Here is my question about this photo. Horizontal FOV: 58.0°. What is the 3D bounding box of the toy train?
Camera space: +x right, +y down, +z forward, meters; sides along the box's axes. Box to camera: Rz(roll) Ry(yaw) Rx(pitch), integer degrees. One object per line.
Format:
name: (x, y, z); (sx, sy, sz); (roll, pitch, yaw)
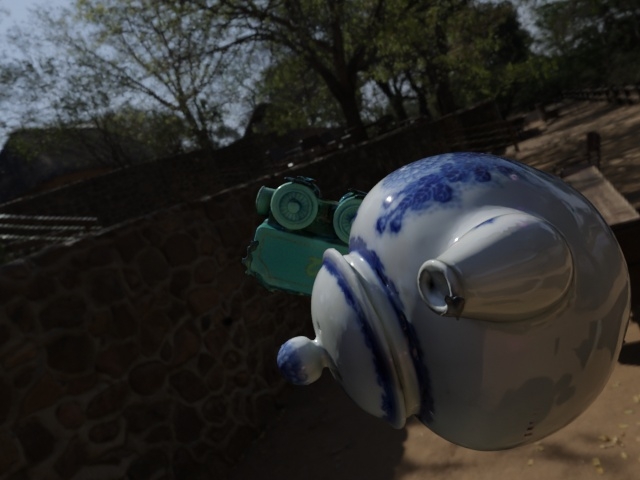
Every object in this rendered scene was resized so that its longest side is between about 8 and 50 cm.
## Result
toy train: (0.000, 0.000, 0.820); (0.204, 0.162, 0.112); (14, 10, 2)

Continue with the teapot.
teapot: (0.096, 0.061, 0.498); (0.280, 0.252, 0.424); (-20, -13, -9)
